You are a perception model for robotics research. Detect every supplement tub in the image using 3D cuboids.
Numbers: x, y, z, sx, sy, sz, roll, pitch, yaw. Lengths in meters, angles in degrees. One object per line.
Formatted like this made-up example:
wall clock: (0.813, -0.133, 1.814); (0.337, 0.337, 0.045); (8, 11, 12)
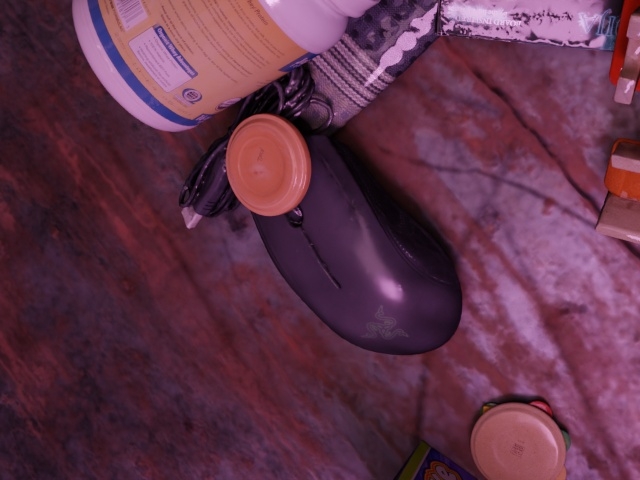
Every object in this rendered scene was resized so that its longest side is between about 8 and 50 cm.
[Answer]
supplement tub: (-0.069, -0.185, 0.670); (0.200, 0.144, 0.144); (-25, 90, 24)

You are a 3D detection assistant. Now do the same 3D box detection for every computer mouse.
computer mouse: (0.000, 0.000, 0.744); (0.272, 0.072, 0.188); (45, 124, 5)

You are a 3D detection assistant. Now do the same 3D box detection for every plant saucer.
plant saucer: (-0.045, -0.061, 0.718); (0.083, 0.013, 0.083); (7, 103, 33)

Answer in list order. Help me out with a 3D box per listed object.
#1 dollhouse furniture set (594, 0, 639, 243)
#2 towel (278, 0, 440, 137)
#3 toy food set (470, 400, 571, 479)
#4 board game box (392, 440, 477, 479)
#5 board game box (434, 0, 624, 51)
dollhouse furniture set: (0.330, -0.119, 0.589); (0.259, 0.135, 0.262); (15, 123, 19)
towel: (0.005, -0.298, 0.726); (0.312, 0.056, 0.324); (-43, 86, 23)
toy food set: (0.170, 0.176, 0.757); (0.083, 0.020, 0.082); (6, 101, 19)
board game box: (0.110, 0.300, 0.625); (0.233, 0.347, 0.078); (34, 108, 11)
board game box: (0.184, -0.206, 0.651); (0.186, 0.026, 0.126); (8, 116, 6)
